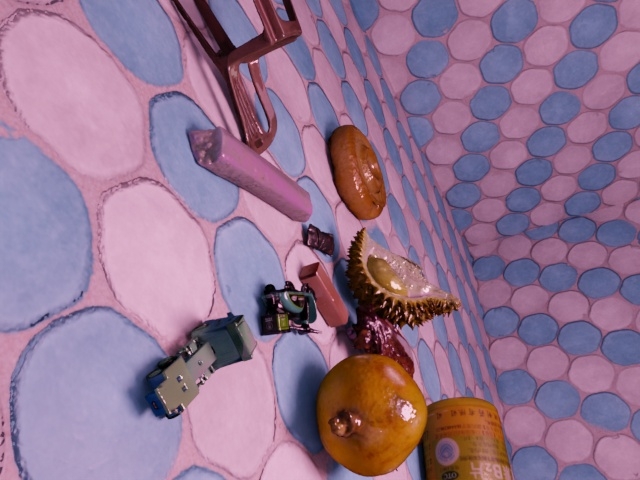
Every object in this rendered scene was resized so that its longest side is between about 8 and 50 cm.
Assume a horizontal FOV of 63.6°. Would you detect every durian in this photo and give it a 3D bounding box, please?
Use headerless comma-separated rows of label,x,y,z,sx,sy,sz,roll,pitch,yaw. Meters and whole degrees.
durian,0.180,0.119,1.253,0.166,0.306,0.172,-56,165,-21

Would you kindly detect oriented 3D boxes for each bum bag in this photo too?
bum bag,0.001,0.000,1.188,0.124,0.034,0.057,26,64,-60

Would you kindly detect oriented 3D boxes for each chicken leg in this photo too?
chicken leg,0.176,0.308,1.224,0.158,0.096,0.406,-65,138,-57

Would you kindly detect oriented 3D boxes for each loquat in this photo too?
loquat,0.082,0.312,0.925,0.246,0.214,0.213,14,60,-61

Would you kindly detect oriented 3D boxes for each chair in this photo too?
chair,-0.117,-0.343,0.984,0.326,0.183,0.175,63,24,-17

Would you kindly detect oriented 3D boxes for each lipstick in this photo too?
lipstick,0.009,0.117,1.100,0.145,0.045,0.045,60,22,-24

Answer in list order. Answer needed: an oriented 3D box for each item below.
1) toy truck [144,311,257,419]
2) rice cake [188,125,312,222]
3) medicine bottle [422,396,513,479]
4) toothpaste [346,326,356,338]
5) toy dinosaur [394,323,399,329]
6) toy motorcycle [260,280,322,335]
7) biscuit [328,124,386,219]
toy truck,-0.146,0.154,0.656,0.067,0.081,0.175,66,22,-9
rice cake,-0.112,-0.119,0.988,0.365,0.056,0.072,32,43,-59
medicine bottle,0.391,0.633,1.363,0.224,0.225,0.384,50,31,-43
toothpaste,0.100,0.227,1.254,0.170,0.028,0.045,28,47,-63
toy dinosaur,0.224,0.155,1.535,0.144,0.077,0.329,96,-2,-46
toy motorcycle,-0.050,0.125,0.943,0.173,0.058,0.100,14,67,-63
biscuit,0.122,-0.206,1.556,0.296,0.102,0.296,50,31,-47
